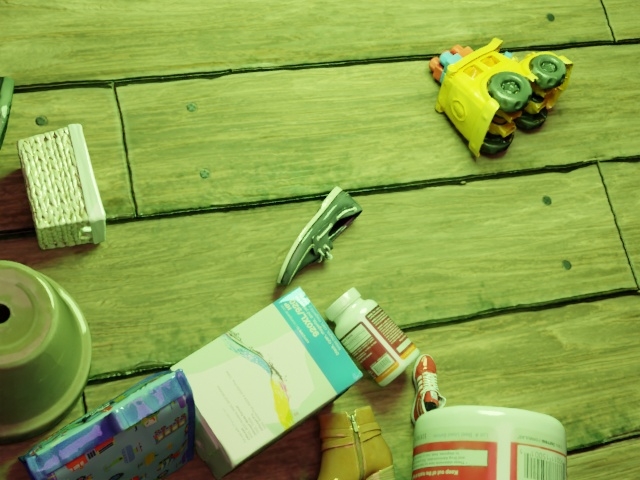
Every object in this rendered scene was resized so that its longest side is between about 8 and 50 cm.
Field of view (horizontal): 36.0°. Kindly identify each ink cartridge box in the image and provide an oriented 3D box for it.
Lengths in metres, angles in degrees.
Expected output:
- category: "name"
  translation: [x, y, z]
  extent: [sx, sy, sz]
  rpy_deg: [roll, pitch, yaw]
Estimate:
- category: "ink cartridge box"
  translation: [-0.094, 0.215, 1.459]
  extent: [0.233, 0.171, 0.168]
  rpy_deg: [-32, 80, -23]

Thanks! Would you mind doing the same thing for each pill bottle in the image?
- category: "pill bottle"
  translation: [0.080, 0.151, 1.573]
  extent: [0.086, 0.086, 0.152]
  rpy_deg: [-39, 83, -23]
- category: "pill bottle"
  translation: [0.240, 0.460, 1.422]
  extent: [0.229, 0.229, 0.407]
  rpy_deg: [10, 68, -11]

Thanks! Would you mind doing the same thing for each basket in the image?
- category: "basket"
  translation: [-0.401, -0.078, 1.522]
  extent: [0.103, 0.113, 0.167]
  rpy_deg: [-14, 74, -16]

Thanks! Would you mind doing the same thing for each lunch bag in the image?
- category: "lunch bag"
  translation: [-0.280, 0.274, 1.322]
  extent: [0.221, 0.293, 0.138]
  rpy_deg: [-28, 79, -22]

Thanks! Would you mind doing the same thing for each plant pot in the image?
- category: "plant pot"
  translation: [-0.443, 0.136, 1.362]
  extent: [0.263, 0.229, 0.262]
  rpy_deg: [6, 69, -15]

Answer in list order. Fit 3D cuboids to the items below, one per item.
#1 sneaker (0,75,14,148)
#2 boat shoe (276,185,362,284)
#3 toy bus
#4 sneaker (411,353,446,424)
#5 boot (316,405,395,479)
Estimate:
- category: "sneaker"
  translation: [-0.558, -0.169, 1.529]
  extent: [0.130, 0.087, 0.227]
  rpy_deg: [21, 72, -13]
- category: "boat shoe"
  translation: [0.000, 0.000, 1.616]
  extent: [0.065, 0.075, 0.206]
  rpy_deg: [33, 61, 3]
- category: "toy bus"
  translation: [0.310, -0.289, 1.779]
  extent: [0.220, 0.149, 0.211]
  rpy_deg: [-32, 65, -25]
- category: "sneaker"
  translation: [0.174, 0.235, 1.576]
  extent: [0.042, 0.067, 0.118]
  rpy_deg: [11, 68, -11]
- category: "boot"
  translation: [0.016, 0.339, 1.498]
  extent: [0.197, 0.073, 0.152]
  rpy_deg: [-7, 73, -29]
